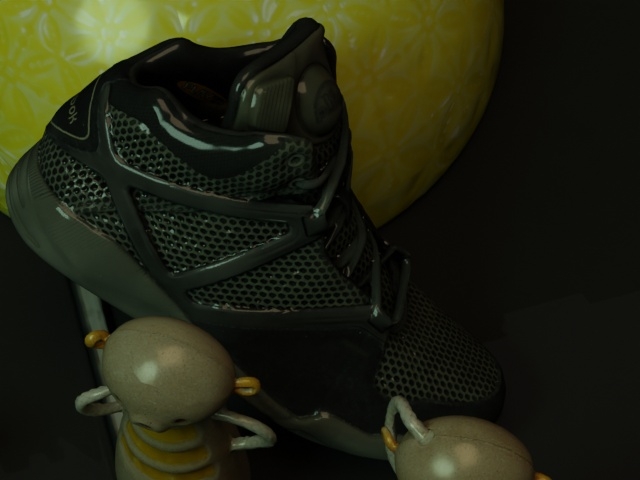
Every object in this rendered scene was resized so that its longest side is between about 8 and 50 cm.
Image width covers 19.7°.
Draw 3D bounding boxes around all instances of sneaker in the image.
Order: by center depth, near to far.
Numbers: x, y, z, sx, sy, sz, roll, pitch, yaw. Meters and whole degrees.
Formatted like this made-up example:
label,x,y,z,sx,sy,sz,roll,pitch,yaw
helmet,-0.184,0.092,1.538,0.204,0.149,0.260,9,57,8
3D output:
label,x,y,z,sx,sy,sz,roll,pitch,yaw
sneaker,0.000,0.000,0.733,0.227,0.130,0.087,35,37,-12

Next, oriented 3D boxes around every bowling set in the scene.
label,x,y,z,sx,sy,sz,roll,pitch,yaw
bowling set,0.030,0.162,0.664,0.287,0.154,0.199,12,62,6

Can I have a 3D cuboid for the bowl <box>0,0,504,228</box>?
label,x,y,z,sx,sy,sz,roll,pitch,yaw
bowl,-0.055,-0.144,0.826,0.290,0.156,0.289,0,62,-1
